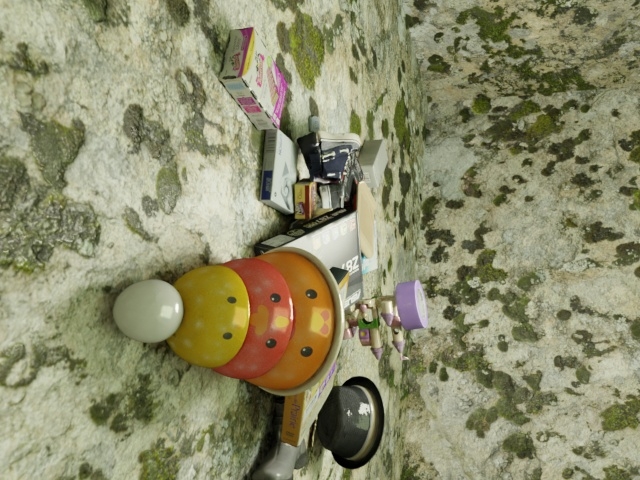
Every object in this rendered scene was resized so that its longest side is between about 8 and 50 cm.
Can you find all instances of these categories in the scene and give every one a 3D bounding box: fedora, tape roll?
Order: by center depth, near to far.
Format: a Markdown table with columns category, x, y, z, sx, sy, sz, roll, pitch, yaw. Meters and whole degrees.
| category | x | y | z | sx | sy | sz | roll | pitch | yaw |
| --- | --- | --- | --- | --- | --- | --- | --- | --- | --- |
| fedora | 0.087 | 0.657 | 1.931 | 0.152 | 0.334 | 0.334 | 24 | 64 | -35 |
| tape roll | 0.357 | 0.253 | 2.053 | 0.189 | 0.080 | 0.189 | -12 | 90 | -70 |

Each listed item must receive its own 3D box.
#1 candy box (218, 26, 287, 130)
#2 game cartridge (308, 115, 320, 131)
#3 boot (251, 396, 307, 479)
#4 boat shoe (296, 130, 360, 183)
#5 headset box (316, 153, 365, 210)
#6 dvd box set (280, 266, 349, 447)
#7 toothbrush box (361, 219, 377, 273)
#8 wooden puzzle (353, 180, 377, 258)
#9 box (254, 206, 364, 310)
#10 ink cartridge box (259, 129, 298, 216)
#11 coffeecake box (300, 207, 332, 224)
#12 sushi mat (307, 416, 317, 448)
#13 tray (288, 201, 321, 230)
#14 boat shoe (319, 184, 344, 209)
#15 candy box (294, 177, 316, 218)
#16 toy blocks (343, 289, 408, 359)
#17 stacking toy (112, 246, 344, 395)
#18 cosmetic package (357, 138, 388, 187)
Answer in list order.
| category | x | y | z | sx | sy | sz | roll | pitch | yaw |
| --- | --- | --- | --- | --- | --- | --- | --- | --- | --- |
| candy box | -0.171 | -0.424 | 1.401 | 0.233 | 0.071 | 0.159 | 47 | 48 | -61 |
| game cartridge | -0.022 | -0.417 | 1.880 | 0.083 | 0.017 | 0.056 | -21 | 114 | -68 |
| boot | -0.119 | 0.574 | 1.539 | 0.338 | 0.118 | 0.223 | 36 | 54 | -78 |
| boat shoe | 0.045 | -0.270 | 1.756 | 0.340 | 0.127 | 0.158 | -14 | 90 | -56 |
| headset box | 0.081 | -0.225 | 2.023 | 0.293 | 0.110 | 0.218 | 58 | 38 | -55 |
| dvd box set | -0.013 | 0.319 | 1.490 | 0.307 | 0.062 | 0.420 | -43 | 143 | -63 |
| toothbrush box | 0.141 | 0.026 | 2.164 | 0.295 | 0.126 | 0.216 | -11 | 99 | -68 |
| wooden puzzle | 0.164 | -0.077 | 2.013 | 0.221 | 0.044 | 0.239 | 50 | 43 | -57 |
| box | -0.019 | 0.102 | 1.626 | 0.395 | 0.097 | 0.318 | -26 | 119 | -46 |
| ink cartridge box | -0.111 | -0.199 | 1.604 | 0.224 | 0.045 | 0.223 | 27 | 65 | -68 |
| coffeecake box | 0.000 | 0.000 | 1.785 | 0.142 | 0.068 | 0.185 | -47 | 134 | -59 |
| sushi mat | -0.014 | 0.518 | 1.764 | 0.316 | 0.019 | 0.151 | -81 | 179 | -57 |
| tray | -0.050 | -0.028 | 1.794 | 0.270 | 0.030 | 0.145 | -44 | 132 | -62 |
| boat shoe | 0.060 | -0.079 | 1.921 | 0.108 | 0.102 | 0.301 | -99 | -178 | -50 |
| candy box | -0.046 | -0.139 | 1.697 | 0.187 | 0.053 | 0.109 | -74 | 164 | -75 |
| toy blocks | 0.192 | 0.355 | 2.079 | 0.309 | 0.288 | 0.260 | -19 | 103 | -72 |
| stacking toy | -0.208 | 0.166 | 1.099 | 0.480 | 0.350 | 0.351 | 11 | 80 | -52 |
| cosmetic package | 0.239 | -0.361 | 2.456 | 0.238 | 0.107 | 0.127 | -65 | 146 | -42 |
